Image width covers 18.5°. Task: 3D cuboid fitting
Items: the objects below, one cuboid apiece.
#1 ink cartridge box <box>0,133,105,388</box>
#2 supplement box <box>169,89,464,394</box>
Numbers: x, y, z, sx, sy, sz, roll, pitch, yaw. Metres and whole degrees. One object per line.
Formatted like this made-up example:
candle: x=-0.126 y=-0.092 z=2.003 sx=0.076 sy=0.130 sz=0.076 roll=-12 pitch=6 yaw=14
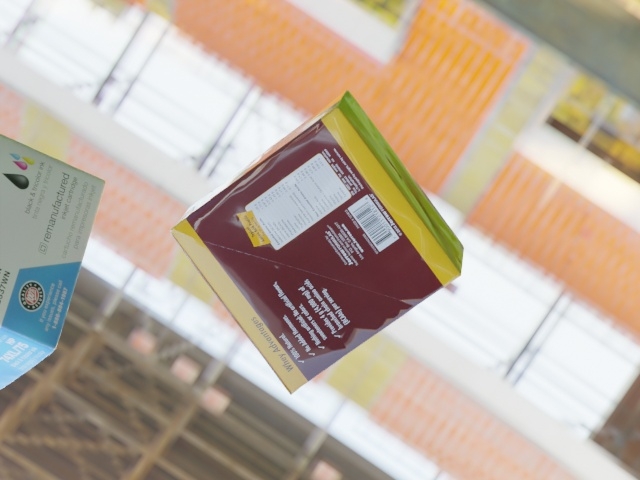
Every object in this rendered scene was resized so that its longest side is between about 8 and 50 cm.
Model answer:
ink cartridge box: x=-0.393 y=0.000 z=1.947 sx=0.270 sy=0.198 sz=0.197 roll=24 pitch=152 yaw=-21
supplement box: x=0.000 y=0.000 z=1.816 sx=0.191 sy=0.194 sz=0.129 roll=53 pitch=-169 yaw=-6
